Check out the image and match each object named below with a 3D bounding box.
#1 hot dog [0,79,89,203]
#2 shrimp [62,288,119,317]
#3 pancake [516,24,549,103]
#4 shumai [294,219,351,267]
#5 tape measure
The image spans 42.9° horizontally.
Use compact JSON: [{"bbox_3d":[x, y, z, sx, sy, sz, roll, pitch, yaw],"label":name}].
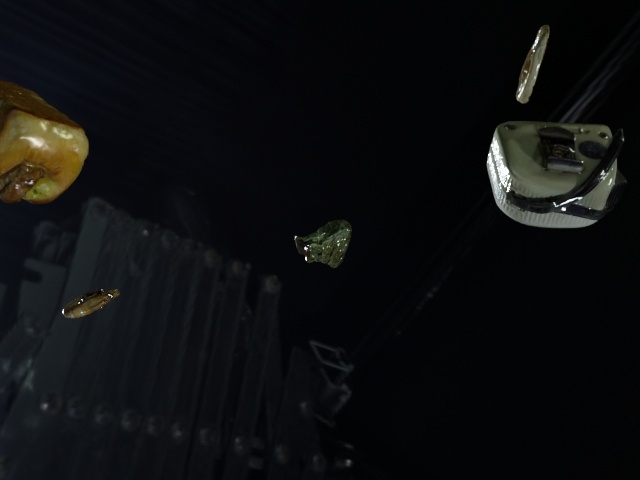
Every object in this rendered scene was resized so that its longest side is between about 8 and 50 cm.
[{"bbox_3d":[-0.660,-0.202,1.743,0.405,0.185,0.223,34,-73,45],"label":"hot dog"},{"bbox_3d":[-0.575,0.153,2.058,0.162,0.045,0.095,-22,-167,5],"label":"shrimp"},{"bbox_3d":[0.400,-0.332,1.537,0.025,0.151,0.152,16,-100,6],"label":"pancake"},{"bbox_3d":[0.000,0.000,1.243,0.083,0.080,0.082,144,-38,-76],"label":"shumai"},{"bbox_3d":[0.466,-0.127,1.530,0.232,0.270,0.133,-94,-172,-45],"label":"tape measure"}]
